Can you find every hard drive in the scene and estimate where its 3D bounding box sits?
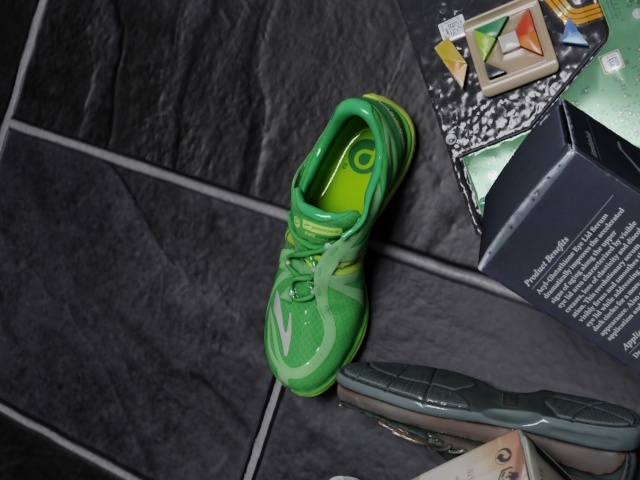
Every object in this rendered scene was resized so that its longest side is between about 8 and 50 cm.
[{"bbox_3d":[0.203,-0.193,0.729,0.237,0.064,0.339,-22,76,21],"label":"hard drive"}]

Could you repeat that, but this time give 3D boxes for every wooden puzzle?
[{"bbox_3d":[0.162,-0.168,0.703,0.116,0.014,0.078,-26,76,19],"label":"wooden puzzle"}]

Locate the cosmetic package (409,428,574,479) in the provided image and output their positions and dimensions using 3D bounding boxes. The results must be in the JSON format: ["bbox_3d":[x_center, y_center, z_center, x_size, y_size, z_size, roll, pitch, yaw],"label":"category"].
[{"bbox_3d":[0.082,0.294,0.657,0.296,0.153,0.129,-32,30,23],"label":"cosmetic package"}]

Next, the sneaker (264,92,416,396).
[{"bbox_3d":[0.000,0.000,0.768,0.109,0.123,0.295,16,92,24],"label":"sneaker"}]

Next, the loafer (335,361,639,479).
[{"bbox_3d":[0.137,0.169,0.712,0.267,0.096,0.084,8,101,21],"label":"loafer"}]

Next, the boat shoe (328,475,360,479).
[{"bbox_3d":[0.019,0.255,0.760,0.226,0.083,0.076,-14,40,9],"label":"boat shoe"}]

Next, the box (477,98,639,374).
[{"bbox_3d":[0.231,0.007,0.602,0.207,0.153,0.108,33,116,0],"label":"box"}]
